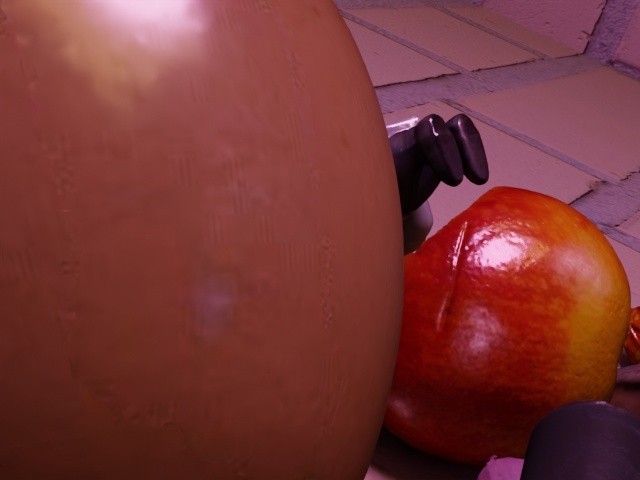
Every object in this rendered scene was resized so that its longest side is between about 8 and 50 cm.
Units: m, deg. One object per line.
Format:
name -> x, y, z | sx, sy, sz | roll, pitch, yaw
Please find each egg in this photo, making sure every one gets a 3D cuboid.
egg -> -0.114, -0.005, 0.504 | 0.301, 0.301, 0.374 | -4, 63, -48

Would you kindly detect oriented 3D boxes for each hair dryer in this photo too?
hair dryer -> 0.033, 0.146, 0.573 | 0.255, 0.070, 0.128 | -7, 25, 21

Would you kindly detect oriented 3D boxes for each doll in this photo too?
doll -> -0.017, 0.002, 0.815 | 0.195, 0.153, 0.258 | -10, -10, -27

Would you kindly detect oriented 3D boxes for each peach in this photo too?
peach -> 0.105, 0.053, 0.802 | 0.192, 0.190, 0.190 | 19, 21, -11

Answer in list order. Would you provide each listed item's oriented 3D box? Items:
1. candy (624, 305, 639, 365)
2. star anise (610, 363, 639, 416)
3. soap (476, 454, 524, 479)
candy -> 0.244, 0.049, 1.117 | 0.078, 0.084, 0.287 | -6, 27, -44
star anise -> 0.335, 0.173, 0.834 | 0.315, 0.108, 0.315 | 17, 22, -7
soap -> 0.172, 0.225, 0.583 | 0.181, 0.081, 0.259 | 18, 21, -10
